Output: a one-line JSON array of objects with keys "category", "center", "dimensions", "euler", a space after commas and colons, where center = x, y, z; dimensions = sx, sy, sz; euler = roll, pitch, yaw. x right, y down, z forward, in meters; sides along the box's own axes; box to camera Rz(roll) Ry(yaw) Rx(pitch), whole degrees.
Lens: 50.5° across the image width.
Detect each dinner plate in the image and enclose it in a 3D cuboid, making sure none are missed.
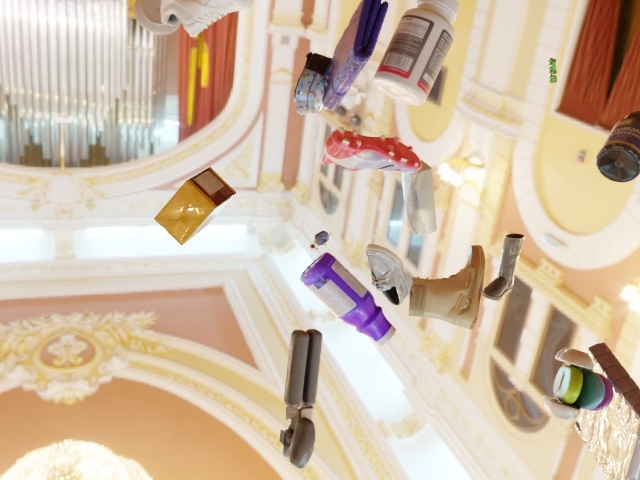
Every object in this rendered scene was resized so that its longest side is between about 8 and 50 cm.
[{"category": "dinner plate", "center": [-0.474, -0.668, 1.985], "dimensions": [0.141, 0.141, 0.017], "euler": [-4, 163, -26]}]

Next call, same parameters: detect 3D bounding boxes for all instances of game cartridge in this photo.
[{"category": "game cartridge", "center": [0.721, 0.446, 1.665], "dimensions": [0.068, 0.355, 0.230], "euler": [-19, -137, -8]}]

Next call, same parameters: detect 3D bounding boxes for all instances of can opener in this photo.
[{"category": "can opener", "center": [-0.030, 0.326, 1.417], "dimensions": [0.074, 0.281, 0.093], "euler": [4, 180, -40]}]

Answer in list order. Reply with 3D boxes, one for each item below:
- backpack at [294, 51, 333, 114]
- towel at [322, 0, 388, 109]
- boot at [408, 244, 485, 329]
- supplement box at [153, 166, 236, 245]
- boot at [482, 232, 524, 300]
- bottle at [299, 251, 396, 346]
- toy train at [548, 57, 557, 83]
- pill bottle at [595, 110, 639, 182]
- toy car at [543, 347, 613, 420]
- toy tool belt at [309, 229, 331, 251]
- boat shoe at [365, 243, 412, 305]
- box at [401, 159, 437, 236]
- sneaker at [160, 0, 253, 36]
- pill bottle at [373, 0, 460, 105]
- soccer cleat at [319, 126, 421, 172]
[{"category": "backpack", "center": [-0.011, -0.474, 2.121], "dimensions": [0.116, 0.158, 0.173], "euler": [18, -113, 14]}, {"category": "towel", "center": [0.095, -0.512, 1.861], "dimensions": [0.076, 0.228, 0.308], "euler": [16, 162, -11]}, {"category": "boot", "center": [0.360, 0.116, 1.946], "dimensions": [0.203, 0.095, 0.262], "euler": [10, -114, 8]}, {"category": "supplement box", "center": [-0.412, -0.116, 2.249], "dimensions": [0.129, 0.191, 0.194], "euler": [44, -156, -3]}, {"category": "boot", "center": [0.623, 0.087, 2.300], "dimensions": [0.076, 0.209, 0.189], "euler": [26, -153, 27]}, {"category": "bottle", "center": [0.078, 0.159, 1.779], "dimensions": [0.283, 0.118, 0.092], "euler": [44, -129, -5]}, {"category": "toy train", "center": [0.744, -0.544, 2.171], "dimensions": [0.023, 0.083, 0.017], "euler": [12, -146, 39]}, {"category": "pill bottle", "center": [0.859, -0.266, 1.889], "dimensions": [0.122, 0.123, 0.219], "euler": [21, -131, 27]}, {"category": "toy car", "center": [0.597, 0.337, 1.555], "dimensions": [0.136, 0.159, 0.182], "euler": [18, 176, 15]}, {"category": "toy tool belt", "center": [0.000, 0.000, 2.399], "dimensions": [0.083, 0.052, 0.051], "euler": [-42, -169, -24]}, {"category": "boat shoe", "center": [0.170, 0.094, 1.728], "dimensions": [0.079, 0.227, 0.081], "euler": [6, -119, 34]}, {"category": "box", "center": [0.384, -0.164, 2.644], "dimensions": [0.094, 0.275, 0.113], "euler": [-15, -154, -8]}, {"category": "sneaker", "center": [-0.252, -0.504, 1.492], "dimensions": [0.232, 0.115, 0.090], "euler": [9, -177, 25]}, {"category": "pill bottle", "center": [0.300, -0.590, 2.064], "dimensions": [0.176, 0.319, 0.176], "euler": [25, 179, 1]}, {"category": "soccer cleat", "center": [0.115, -0.189, 1.534], "dimensions": [0.247, 0.095, 0.083], "euler": [9, -129, -31]}]
